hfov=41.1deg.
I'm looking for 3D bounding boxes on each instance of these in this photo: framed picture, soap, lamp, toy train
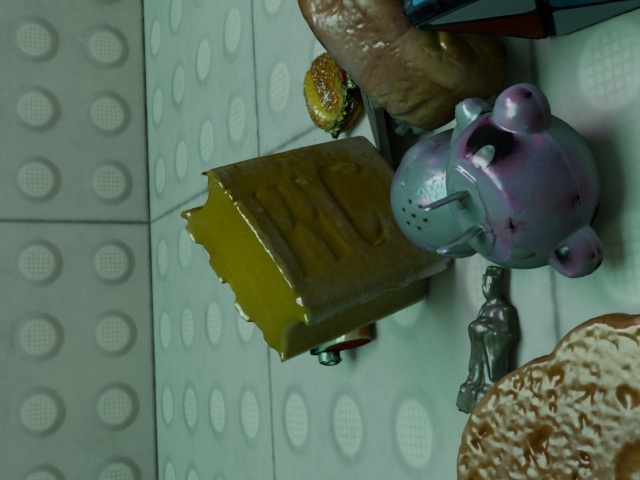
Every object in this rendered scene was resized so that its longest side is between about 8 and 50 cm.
[{"bbox_3d":[0.073,-0.296,1.486,0.240,0.020,0.324,69,-172,-63],"label":"framed picture"},{"bbox_3d":[0.000,0.000,1.346,0.293,0.335,0.156,55,138,22],"label":"soap"},{"bbox_3d":[0.205,-0.059,1.106,0.301,0.247,0.247,-4,107,63],"label":"lamp"},{"bbox_3d":[0.018,0.092,1.641,0.177,0.116,0.285,-29,63,47],"label":"toy train"}]

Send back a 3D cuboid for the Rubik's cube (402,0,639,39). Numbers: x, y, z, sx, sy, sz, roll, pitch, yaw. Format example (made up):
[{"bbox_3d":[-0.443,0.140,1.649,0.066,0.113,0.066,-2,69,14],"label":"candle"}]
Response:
[{"bbox_3d":[0.255,-0.390,1.009,0.246,0.250,0.248,-7,85,63],"label":"Rubik's cube"}]

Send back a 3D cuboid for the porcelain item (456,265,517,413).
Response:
[{"bbox_3d":[0.246,0.144,1.231,0.081,0.069,0.215,-176,92,-68],"label":"porcelain item"}]

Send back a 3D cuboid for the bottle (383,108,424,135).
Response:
[{"bbox_3d":[0.124,-0.298,1.451,0.083,0.083,0.269,124,141,-48],"label":"bottle"}]

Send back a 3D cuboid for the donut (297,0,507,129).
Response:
[{"bbox_3d":[0.116,-0.311,1.200,0.150,0.299,0.317,-39,57,34],"label":"donut"}]

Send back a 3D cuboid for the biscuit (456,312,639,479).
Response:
[{"bbox_3d":[0.338,0.256,0.919,0.455,0.078,0.350,-29,77,42],"label":"biscuit"}]

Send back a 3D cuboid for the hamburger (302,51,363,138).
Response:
[{"bbox_3d":[0.019,-0.292,1.654,0.137,0.087,0.166,-52,44,50],"label":"hamburger"}]
